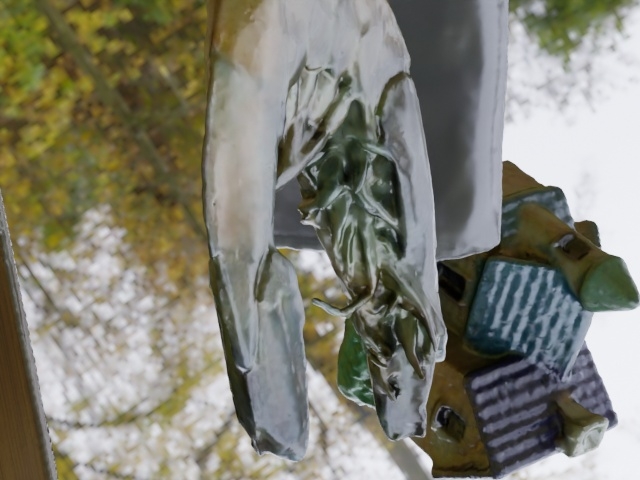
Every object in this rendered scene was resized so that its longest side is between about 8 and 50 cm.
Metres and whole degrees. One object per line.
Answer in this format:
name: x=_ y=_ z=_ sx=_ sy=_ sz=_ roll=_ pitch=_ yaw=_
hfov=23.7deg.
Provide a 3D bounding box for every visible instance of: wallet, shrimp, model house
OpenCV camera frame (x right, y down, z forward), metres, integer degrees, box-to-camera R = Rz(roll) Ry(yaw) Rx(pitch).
wallet: x=0.020 y=-0.106 z=0.750 sx=0.146 sy=0.285 sz=0.030 roll=4 pitch=-140 yaw=10
shrimp: x=0.000 y=0.000 z=0.485 sx=0.051 sy=0.217 sz=0.150 roll=-3 pitch=-145 yaw=20
model house: x=0.209 y=0.110 z=1.729 sx=0.245 sy=0.312 sz=0.280 roll=-14 pitch=-137 yaw=-38

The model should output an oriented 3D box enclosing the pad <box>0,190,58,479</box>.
pad: x=-0.249 y=0.104 z=0.860 sx=0.284 sy=0.286 sz=0.018 roll=-14 pitch=177 yaw=39
